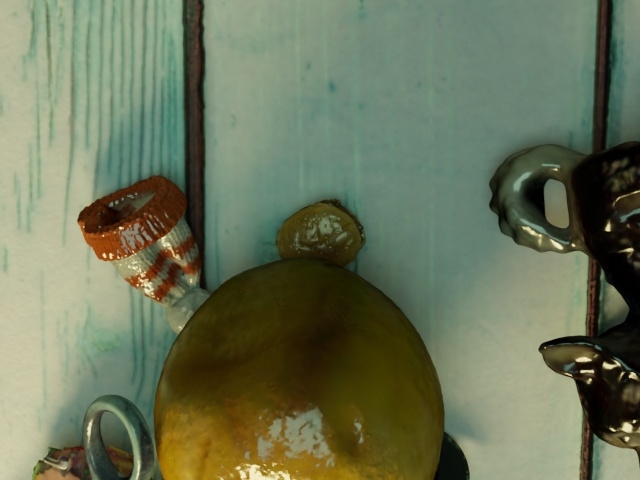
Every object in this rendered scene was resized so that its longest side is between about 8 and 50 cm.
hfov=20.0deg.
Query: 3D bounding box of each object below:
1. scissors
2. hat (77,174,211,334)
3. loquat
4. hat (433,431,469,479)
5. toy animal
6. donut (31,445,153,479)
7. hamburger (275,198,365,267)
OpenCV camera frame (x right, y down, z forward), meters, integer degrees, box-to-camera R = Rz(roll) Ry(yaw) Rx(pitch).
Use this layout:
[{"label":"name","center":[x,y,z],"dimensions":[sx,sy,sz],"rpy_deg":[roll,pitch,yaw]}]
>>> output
[{"label":"scissors","center":[-0.229,0.292,1.758],"dimensions":[0.383,0.029,0.256],"rpy_deg":[-23,91,52]},{"label":"hat","center":[-0.158,0.025,1.800],"dimensions":[0.112,0.094,0.162],"rpy_deg":[-22,118,19]},{"label":"loquat","center":[-0.019,0.165,1.706],"dimensions":[0.276,0.284,0.276],"rpy_deg":[-4,131,-4]},{"label":"hat","center":[0.089,0.238,1.828],"dimensions":[0.121,0.121,0.050],"rpy_deg":[21,142,0]},{"label":"toy animal","center":[0.304,0.061,1.697],"dimensions":[0.302,0.194,0.344],"rpy_deg":[-2,86,24]},{"label":"donut","center":[-0.198,0.313,1.824],"dimensions":[0.085,0.199,0.233],"rpy_deg":[-20,106,-36]},{"label":"hamburger","center":[0.000,0.000,1.791],"dimensions":[0.083,0.044,0.076],"rpy_deg":[-42,96,15]}]
